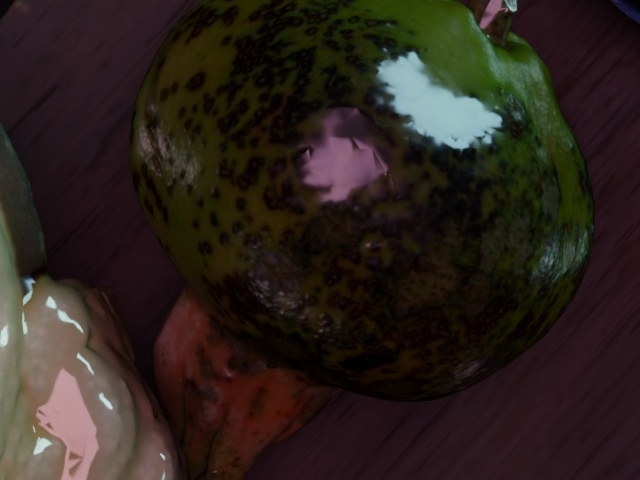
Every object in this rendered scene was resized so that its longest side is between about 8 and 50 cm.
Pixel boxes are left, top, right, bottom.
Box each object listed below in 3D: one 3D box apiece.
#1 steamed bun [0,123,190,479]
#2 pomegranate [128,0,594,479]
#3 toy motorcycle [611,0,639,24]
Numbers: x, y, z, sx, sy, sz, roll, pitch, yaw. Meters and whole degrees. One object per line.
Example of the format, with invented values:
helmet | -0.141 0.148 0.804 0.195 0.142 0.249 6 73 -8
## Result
steamed bun | -0.237 0.102 0.848 0.325 0.230 0.372 -44 109 -24
pomegranate | 0.009 -0.002 0.918 0.222 0.276 0.204 40 47 20
toy motorcycle | 0.180 -0.180 0.901 0.358 0.212 0.125 34 87 0
